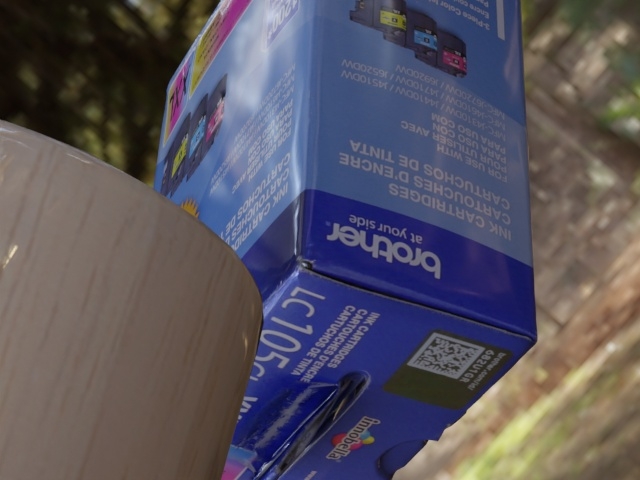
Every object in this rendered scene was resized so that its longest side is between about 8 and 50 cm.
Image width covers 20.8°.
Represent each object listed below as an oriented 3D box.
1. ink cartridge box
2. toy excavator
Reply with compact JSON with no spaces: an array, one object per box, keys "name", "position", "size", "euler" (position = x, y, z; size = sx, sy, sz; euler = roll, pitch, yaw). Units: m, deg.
[{"name":"ink cartridge box","position":[0.000,0.000,1.046],"size":[0.270,0.151,0.395],"euler":[-51,29,45]},{"name":"toy excavator","position":[-0.014,0.154,0.531],"size":[0.433,0.445,0.222],"euler":[-37,34,58]}]
